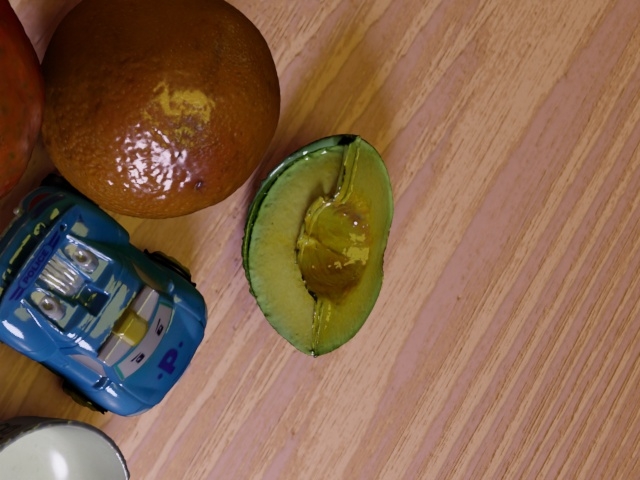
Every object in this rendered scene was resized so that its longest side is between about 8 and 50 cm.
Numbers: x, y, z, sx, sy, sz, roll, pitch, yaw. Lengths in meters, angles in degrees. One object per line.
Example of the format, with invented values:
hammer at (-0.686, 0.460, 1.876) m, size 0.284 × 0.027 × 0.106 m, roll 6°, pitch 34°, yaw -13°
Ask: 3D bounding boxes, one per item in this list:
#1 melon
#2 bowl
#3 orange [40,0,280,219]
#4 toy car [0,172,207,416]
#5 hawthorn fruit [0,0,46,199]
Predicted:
melon at (0.000, 0.000, 1.799) m, size 0.169 × 0.129 × 0.265 m, roll 4°, pitch 96°, yaw -63°
bowl at (-0.323, 0.281, 1.598) m, size 0.211 × 0.112 × 0.211 m, roll -12°, pitch 110°, yaw -38°
orange at (-0.168, -0.152, 1.530) m, size 0.264 × 0.264 × 0.264 m, roll -11°, pitch 108°, yaw -37°
toy car at (-0.234, 0.076, 1.590) m, size 0.314 × 0.166 × 0.198 m, roll 43°, pitch 77°, yaw -39°
hawthorn fruit at (-0.391, -0.165, 1.328) m, size 0.254 × 0.254 × 0.300 m, roll -45°, pitch 140°, yaw -22°
